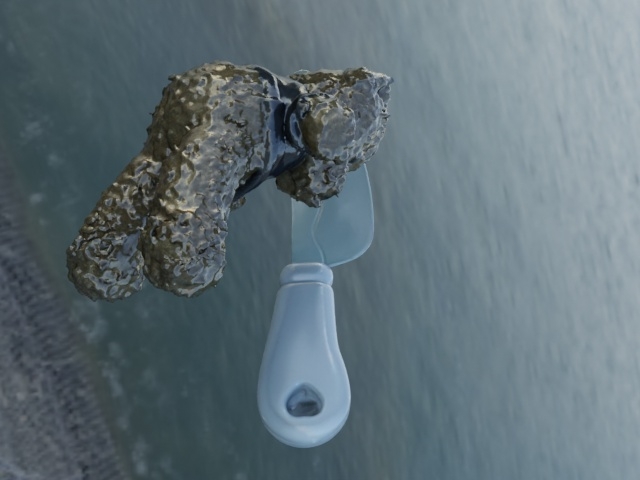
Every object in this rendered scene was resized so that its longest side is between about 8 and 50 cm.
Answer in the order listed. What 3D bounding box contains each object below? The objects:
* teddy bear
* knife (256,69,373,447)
[{"bbox_3d":[-0.055,-0.060,0.719,0.251,0.182,0.129,-33,112,-36],"label":"teddy bear"},{"bbox_3d":[0.002,0.001,0.846,0.044,0.080,0.331,86,8,-63],"label":"knife"}]
